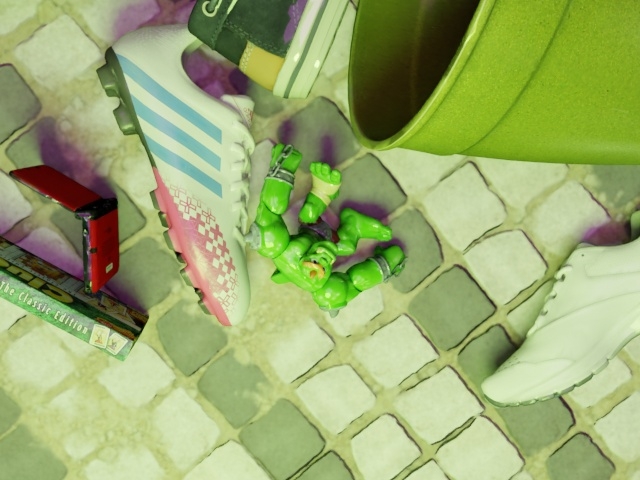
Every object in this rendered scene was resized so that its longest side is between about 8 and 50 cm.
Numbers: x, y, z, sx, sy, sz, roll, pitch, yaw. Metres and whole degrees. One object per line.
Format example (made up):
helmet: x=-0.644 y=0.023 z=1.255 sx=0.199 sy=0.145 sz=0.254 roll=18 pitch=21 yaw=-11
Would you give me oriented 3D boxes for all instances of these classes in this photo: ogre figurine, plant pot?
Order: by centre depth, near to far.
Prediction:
plant pot: x=0.256 y=-0.222 z=0.903 sx=0.353 sy=0.366 sz=0.366 roll=13 pitch=97 yaw=-17
ogre figurine: x=0.000 y=0.000 z=1.015 sx=0.118 sy=0.097 sz=0.197 roll=-56 pitch=131 yaw=-19

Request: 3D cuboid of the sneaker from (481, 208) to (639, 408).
sneaker: x=0.297 y=0.081 z=1.055 sx=0.297 sy=0.111 sz=0.129 roll=-36 pitch=82 yaw=-2

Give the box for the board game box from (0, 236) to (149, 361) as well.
board game box: x=-0.308 y=0.042 z=0.990 sx=0.260 sy=0.136 sz=0.030 roll=29 pitch=96 yaw=-7

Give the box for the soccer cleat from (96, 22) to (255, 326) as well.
soccer cleat: x=-0.117 y=-0.073 z=0.996 sx=0.143 sy=0.116 sz=0.331 roll=-22 pitch=99 yaw=-6

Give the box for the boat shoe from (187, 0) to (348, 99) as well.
boat shoe: x=0.009 y=-0.392 z=0.921 sx=0.156 sy=0.187 sz=0.500 roll=22 pitch=93 yaw=-2

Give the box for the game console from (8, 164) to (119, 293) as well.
game console: x=-0.264 y=-0.015 z=0.980 sx=0.085 sy=0.144 sz=0.124 roll=0 pitch=98 yaw=-2
